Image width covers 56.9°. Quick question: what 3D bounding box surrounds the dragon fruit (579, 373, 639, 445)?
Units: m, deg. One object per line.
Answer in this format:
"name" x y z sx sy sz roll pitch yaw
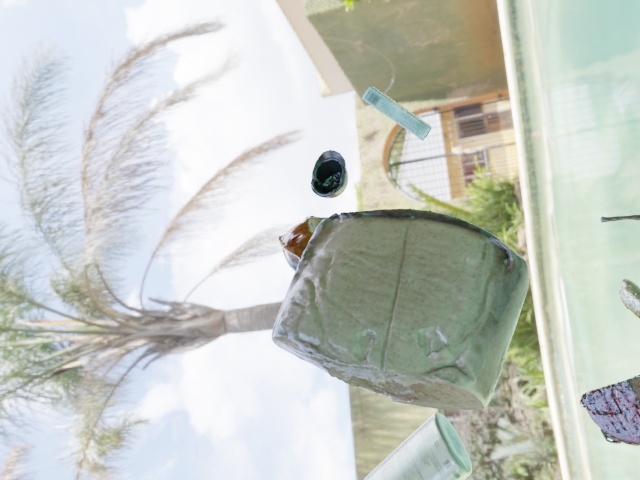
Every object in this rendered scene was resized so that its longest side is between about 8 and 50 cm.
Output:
"dragon fruit" 0.620 0.333 1.168 0.161 0.127 0.120 -2 -114 -36

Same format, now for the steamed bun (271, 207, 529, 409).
"steamed bun" 0.111 0.102 0.797 0.251 0.301 0.199 -66 -28 -26

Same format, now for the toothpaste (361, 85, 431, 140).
"toothpaste" 0.166 -0.278 1.285 0.164 0.034 0.046 34 -157 -1

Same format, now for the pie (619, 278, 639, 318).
"pie" 0.833 0.220 1.373 0.339 0.077 0.339 35 -169 -8

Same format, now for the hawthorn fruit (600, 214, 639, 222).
"hawthorn fruit" 0.772 -0.061 1.164 0.231 0.263 0.235 37 176 -27

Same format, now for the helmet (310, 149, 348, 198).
"helmet" 0.022 -0.110 1.026 0.049 0.065 0.084 22 -97 -61

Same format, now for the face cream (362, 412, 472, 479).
"face cream" 0.183 0.562 1.341 0.081 0.348 0.173 33 -163 -26

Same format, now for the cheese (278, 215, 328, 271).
"cheese" 0.000 0.000 1.541 0.329 0.217 0.129 -84 7 -69
